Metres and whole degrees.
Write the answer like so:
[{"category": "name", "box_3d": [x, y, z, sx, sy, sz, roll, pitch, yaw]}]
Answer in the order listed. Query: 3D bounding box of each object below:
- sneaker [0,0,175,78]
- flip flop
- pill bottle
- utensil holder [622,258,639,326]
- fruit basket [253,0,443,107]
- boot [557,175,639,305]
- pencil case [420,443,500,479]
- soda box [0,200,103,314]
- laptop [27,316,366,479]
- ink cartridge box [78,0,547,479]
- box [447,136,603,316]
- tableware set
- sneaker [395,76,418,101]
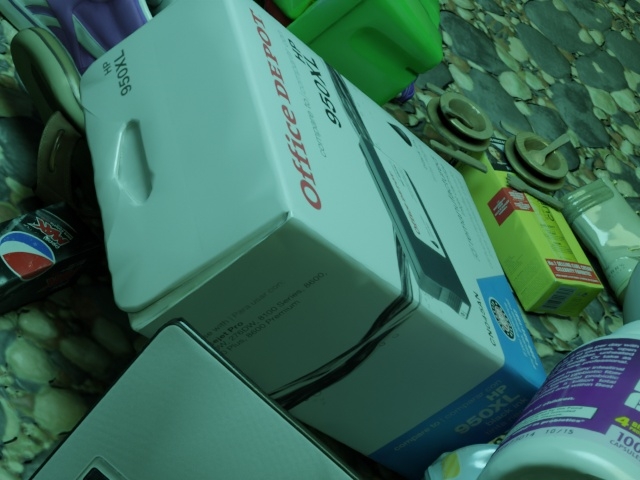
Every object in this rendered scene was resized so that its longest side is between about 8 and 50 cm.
[{"category": "sneaker", "box_3d": [-0.223, -0.252, 1.459, 0.282, 0.161, 0.102, 49, 36, 16]}, {"category": "flip flop", "box_3d": [-0.226, -0.075, 1.311, 0.080, 0.112, 0.277, -20, 64, -25]}, {"category": "pill bottle", "box_3d": [0.240, 0.176, 1.188, 0.169, 0.169, 0.301, 43, 33, 5]}, {"category": "utensil holder", "box_3d": [0.471, 0.180, 1.477, 0.327, 0.328, 0.385, 28, 33, -17]}, {"category": "fruit basket", "box_3d": [-0.031, -0.352, 1.640, 0.392, 0.283, 0.392, 39, 31, -29]}, {"category": "boot", "box_3d": [0.396, -0.005, 1.836, 0.213, 0.077, 0.165, -8, 54, -44]}, {"category": "pencil case", "box_3d": [0.140, 0.297, 1.208, 0.124, 0.113, 0.273, 14, 39, -9]}, {"category": "soda box", "box_3d": [-0.257, 0.022, 1.195, 0.053, 0.060, 0.169, 48, 34, 11]}, {"category": "laptop", "box_3d": [-0.090, 0.322, 0.861, 0.382, 0.408, 0.236, 41, 0, 2]}, {"category": "ink cartridge box", "box_3d": [0.000, 0.000, 1.267, 0.395, 0.166, 0.285, 34, 29, -45]}, {"category": "box", "box_3d": [0.234, -0.019, 1.712, 0.087, 0.058, 0.232, 10, 44, -36]}, {"category": "tableware set", "box_3d": [0.213, -0.122, 1.724, 0.194, 0.039, 0.128, 24, 36, -18]}, {"category": "sneaker", "box_3d": [0.095, -0.232, 1.841, 0.071, 0.068, 0.170, 40, 39, -27]}]
